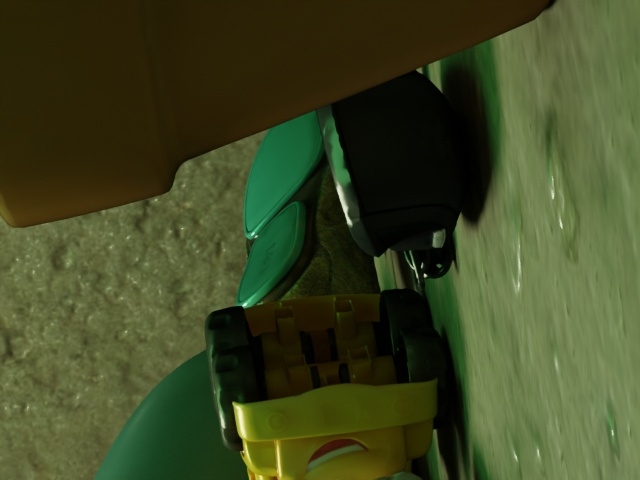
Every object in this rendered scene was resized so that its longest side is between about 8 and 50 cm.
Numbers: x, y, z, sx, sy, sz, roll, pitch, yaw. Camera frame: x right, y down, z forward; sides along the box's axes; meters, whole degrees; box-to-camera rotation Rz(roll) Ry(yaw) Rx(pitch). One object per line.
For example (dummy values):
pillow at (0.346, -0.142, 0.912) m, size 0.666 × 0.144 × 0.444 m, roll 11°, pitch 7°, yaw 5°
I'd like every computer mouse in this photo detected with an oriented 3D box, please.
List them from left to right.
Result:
computer mouse at (0.040, -0.077, 1.008) m, size 0.262 × 0.060 × 0.184 m, roll 34°, pitch -138°, yaw -78°

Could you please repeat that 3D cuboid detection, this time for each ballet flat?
ballet flat at (0.000, 0.000, 1.535) m, size 0.348 × 0.123 × 0.123 m, roll -86°, pitch -10°, yaw -63°

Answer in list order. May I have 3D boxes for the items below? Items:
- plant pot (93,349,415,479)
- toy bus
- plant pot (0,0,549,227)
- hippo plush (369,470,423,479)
plant pot at (-0.051, 0.224, 1.598) m, size 0.293 × 0.293 × 0.235 m, roll 84°, pitch -164°, yaw -46°
toy bus at (0.006, 0.150, 1.276) m, size 0.220 × 0.149 × 0.211 m, roll -114°, pitch 20°, yaw -77°
plant pot at (-0.033, -0.161, 0.689) m, size 0.291 × 0.203 × 0.290 m, roll 172°, pitch 90°, yaw -87°
hippo plush at (0.043, 0.280, 1.095) m, size 0.236 × 0.234 × 0.294 m, roll 42°, pitch 170°, yaw 34°
